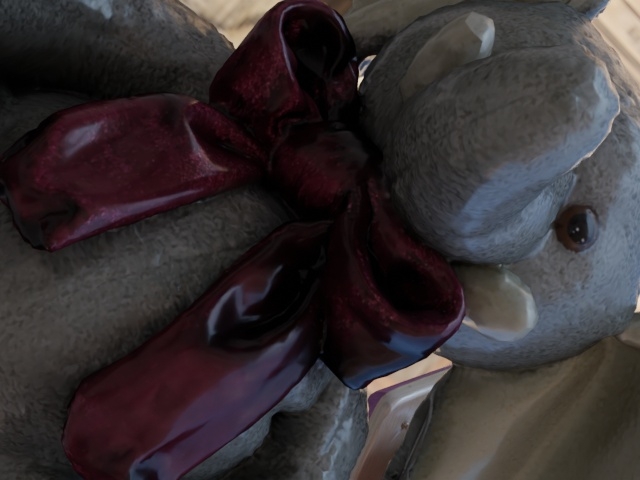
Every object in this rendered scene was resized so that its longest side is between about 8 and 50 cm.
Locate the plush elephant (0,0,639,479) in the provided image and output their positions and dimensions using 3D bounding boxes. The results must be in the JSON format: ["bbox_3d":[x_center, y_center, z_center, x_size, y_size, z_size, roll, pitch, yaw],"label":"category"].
[{"bbox_3d":[0.000,0.000,0.522,0.255,0.271,0.330,-22,173,9],"label":"plush elephant"}]

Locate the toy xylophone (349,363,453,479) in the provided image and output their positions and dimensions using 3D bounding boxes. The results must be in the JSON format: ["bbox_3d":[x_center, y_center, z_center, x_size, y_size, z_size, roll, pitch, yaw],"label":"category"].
[{"bbox_3d":[0.146,0.191,0.800,0.236,0.322,0.081,-24,157,-49],"label":"toy xylophone"}]
